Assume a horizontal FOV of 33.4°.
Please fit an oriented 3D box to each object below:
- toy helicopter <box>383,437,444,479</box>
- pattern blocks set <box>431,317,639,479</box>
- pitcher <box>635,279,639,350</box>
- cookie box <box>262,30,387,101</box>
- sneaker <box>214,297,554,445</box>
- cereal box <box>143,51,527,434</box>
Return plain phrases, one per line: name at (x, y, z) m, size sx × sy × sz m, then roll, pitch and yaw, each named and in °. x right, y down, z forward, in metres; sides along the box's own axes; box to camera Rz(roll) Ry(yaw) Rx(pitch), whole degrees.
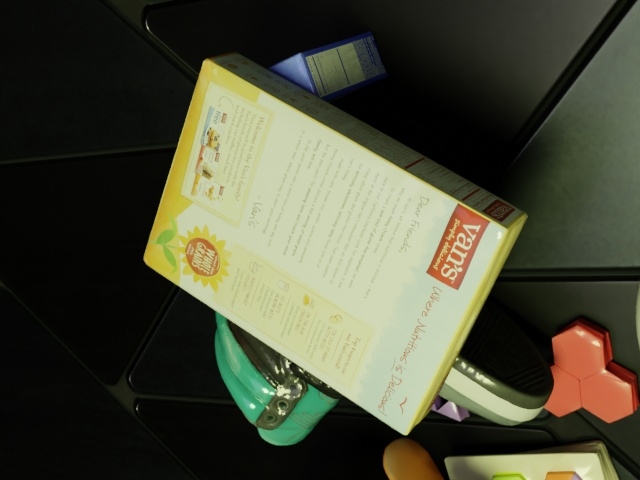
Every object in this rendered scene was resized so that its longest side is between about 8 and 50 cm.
toy helicopter at (0.116, 0.299, 0.836) m, size 0.355 × 0.140 × 0.235 m, roll 26°, pitch 130°, yaw 10°
pattern blocks set at (0.188, 0.244, 0.858) m, size 0.285 × 0.026 × 0.325 m, roll -29°, pitch 91°, yaw 37°
pitcher at (0.297, 0.008, 0.652) m, size 0.177 × 0.125 × 0.207 m, roll 15°, pitch 105°, yaw 10°
cookie box at (-0.015, -0.116, 0.800) m, size 0.091 × 0.107 × 0.040 m, roll -18°, pitch 98°, yaw 36°
sneaker at (0.025, 0.099, 0.844) m, size 0.295 × 0.123 × 0.178 m, roll 33°, pitch 118°, yaw 26°
cereal box at (0.000, 0.000, 0.737) m, size 0.240 × 0.047 × 0.173 m, roll 32°, pitch 118°, yaw 17°
